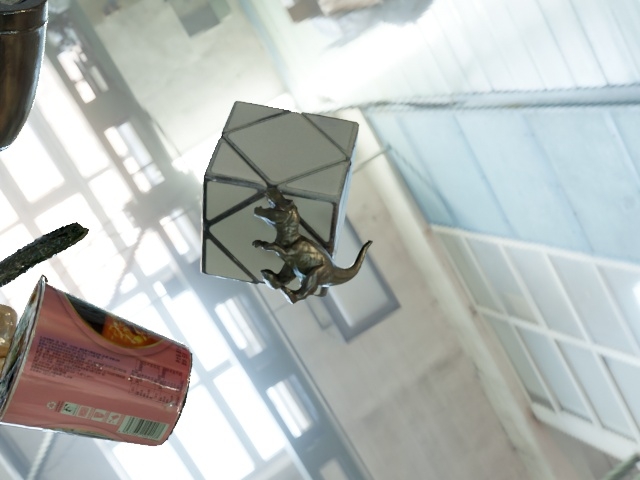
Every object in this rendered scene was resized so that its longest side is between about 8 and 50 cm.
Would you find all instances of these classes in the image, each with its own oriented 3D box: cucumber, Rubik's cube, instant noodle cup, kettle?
[{"bbox_3d":[-0.481,0.028,1.661,0.256,0.043,0.044,-26,168,24],"label":"cucumber"},{"bbox_3d":[-0.063,-0.067,1.548,0.207,0.205,0.205,11,-138,5],"label":"Rubik's cube"},{"bbox_3d":[-0.337,0.201,1.505,0.244,0.255,0.244,-52,-152,42],"label":"instant noodle cup"},{"bbox_3d":[-0.617,-0.325,1.875,0.228,0.324,0.321,14,-150,1],"label":"kettle"}]

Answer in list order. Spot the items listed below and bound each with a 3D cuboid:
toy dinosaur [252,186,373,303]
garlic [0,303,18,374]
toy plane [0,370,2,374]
[{"bbox_3d":[0.000,0.000,1.393,0.179,0.187,0.087,-33,-144,-17],"label":"toy dinosaur"},{"bbox_3d":[-0.747,0.235,2.083,0.228,0.217,0.110,3,-174,-18],"label":"garlic"},{"bbox_3d":[-0.479,0.231,1.691,0.204,0.103,0.316,23,-146,12],"label":"toy plane"}]
